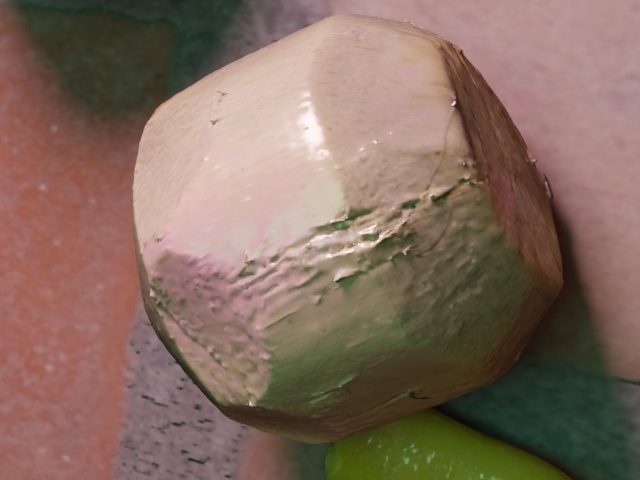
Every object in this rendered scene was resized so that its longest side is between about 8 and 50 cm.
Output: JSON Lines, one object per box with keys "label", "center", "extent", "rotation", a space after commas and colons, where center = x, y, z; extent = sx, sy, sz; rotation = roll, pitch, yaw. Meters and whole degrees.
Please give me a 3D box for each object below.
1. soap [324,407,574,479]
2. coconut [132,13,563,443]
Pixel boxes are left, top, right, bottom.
{"label": "soap", "center": [0.082, 0.148, 1.018], "extent": [0.168, 0.033, 0.089], "rotation": [31, 102, 25]}
{"label": "coconut", "center": [-0.001, -0.002, 0.959], "extent": [0.230, 0.227, 0.227], "rotation": [-23, 79, 19]}
